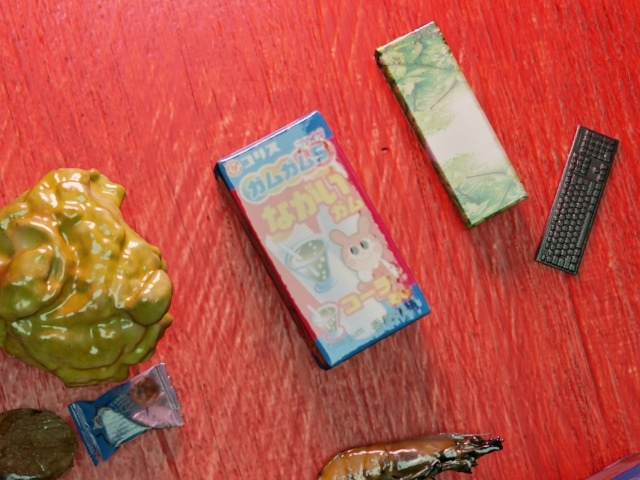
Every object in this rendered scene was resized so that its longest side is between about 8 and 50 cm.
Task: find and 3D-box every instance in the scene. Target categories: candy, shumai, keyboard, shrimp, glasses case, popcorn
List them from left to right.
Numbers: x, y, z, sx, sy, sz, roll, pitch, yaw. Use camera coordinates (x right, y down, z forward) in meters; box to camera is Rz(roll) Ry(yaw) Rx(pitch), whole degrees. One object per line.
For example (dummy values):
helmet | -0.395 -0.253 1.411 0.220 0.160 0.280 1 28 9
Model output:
shumai | -0.382 0.275 1.579 0.139 0.105 0.123 16 37 -15
popcorn | -0.307 0.058 1.538 0.242 0.235 0.250 -47 71 13
candy | -0.244 0.222 1.621 0.136 0.038 0.088 -23 73 -17
candy | 0.000 0.000 1.649 0.157 0.100 0.306 -28 86 -10
shrimp | 0.127 0.348 1.628 0.262 0.051 0.198 -13 73 -3
glasses case | 0.175 -0.154 1.711 0.095 0.062 0.272 -27 87 -4
keyboard | 0.354 -0.057 1.748 0.067 0.011 0.202 20 81 -6

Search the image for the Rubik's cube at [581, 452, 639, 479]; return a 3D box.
Rubik's cube | 0.374 0.474 1.511 0.362 0.359 0.363 -24 87 -8
